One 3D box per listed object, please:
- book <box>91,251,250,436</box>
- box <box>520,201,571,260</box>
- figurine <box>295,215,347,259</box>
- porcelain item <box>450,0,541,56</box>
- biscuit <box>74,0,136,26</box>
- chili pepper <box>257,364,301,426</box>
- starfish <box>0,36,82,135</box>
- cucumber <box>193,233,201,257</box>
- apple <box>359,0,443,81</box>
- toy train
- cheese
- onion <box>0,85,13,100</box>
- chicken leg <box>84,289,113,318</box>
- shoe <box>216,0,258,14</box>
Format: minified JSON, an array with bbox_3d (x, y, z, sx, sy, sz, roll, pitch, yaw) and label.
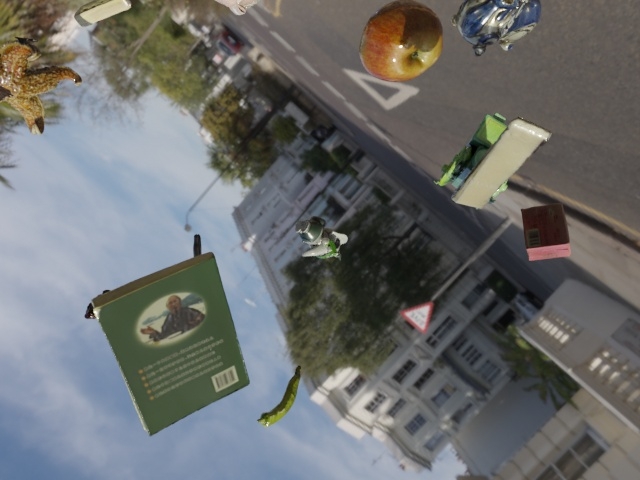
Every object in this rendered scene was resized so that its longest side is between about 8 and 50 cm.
[{"bbox_3d":[-0.306,0.229,1.217,0.043,0.260,0.371,35,142,50],"label":"book"},{"bbox_3d":[0.602,-0.025,1.508,0.060,0.111,0.156,53,-143,-44],"label":"box"},{"bbox_3d":[0.000,0.000,1.788,0.147,0.126,0.192,-9,150,39],"label":"figurine"},{"bbox_3d":[0.431,-0.548,1.321,0.288,0.186,0.138,-28,-102,-44],"label":"porcelain item"},{"bbox_3d":[-0.616,-0.662,1.611,0.052,0.188,0.056,57,-153,-45],"label":"biscuit"},{"bbox_3d":[-0.092,0.409,1.450,0.049,0.043,0.208,27,-140,16],"label":"chili pepper"},{"bbox_3d":[-0.751,-0.397,1.391,0.312,0.303,0.113,2,-122,-40],"label":"starfish"},{"bbox_3d":[-0.428,0.044,1.966,0.033,0.034,0.135,-33,-63,-75],"label":"cucumber"},{"bbox_3d":[0.301,-0.713,2.038,0.250,0.309,0.277,34,176,26],"label":"apple"},{"bbox_3d":[0.418,-0.201,1.463,0.159,0.188,0.272,32,177,5],"label":"toy train"},{"bbox_3d":[0.377,-0.154,1.230,0.085,0.034,0.400,21,162,3],"label":"cheese"},{"bbox_3d":[-0.721,-0.222,1.025,0.250,0.247,0.111,-109,-6,-54],"label":"onion"},{"bbox_3d":[-0.549,0.155,1.468,0.062,0.145,0.037,30,153,46],"label":"chicken leg"},{"bbox_3d":[-0.214,-0.687,1.264,0.171,0.351,0.198,9,172,40],"label":"shoe"}]
